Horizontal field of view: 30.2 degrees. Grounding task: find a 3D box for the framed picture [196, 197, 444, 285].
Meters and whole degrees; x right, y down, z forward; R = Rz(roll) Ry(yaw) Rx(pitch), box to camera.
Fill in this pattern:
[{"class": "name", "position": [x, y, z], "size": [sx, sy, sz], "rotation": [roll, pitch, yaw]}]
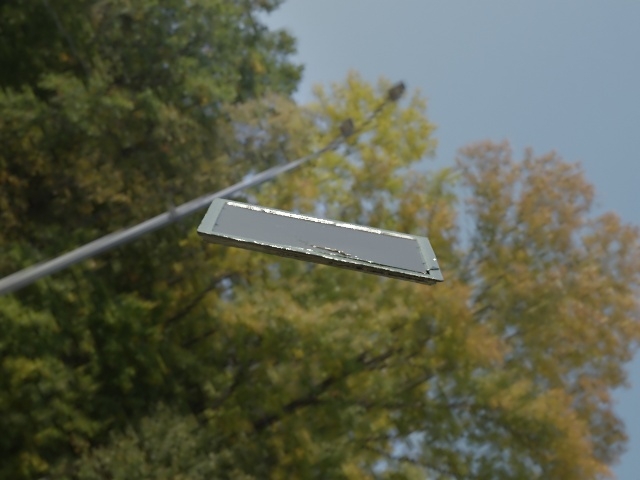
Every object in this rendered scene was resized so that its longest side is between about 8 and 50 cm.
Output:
[{"class": "framed picture", "position": [0.000, 0.000, 1.363], "size": [0.216, 0.273, 0.016], "rotation": [-85, -174, -78]}]
